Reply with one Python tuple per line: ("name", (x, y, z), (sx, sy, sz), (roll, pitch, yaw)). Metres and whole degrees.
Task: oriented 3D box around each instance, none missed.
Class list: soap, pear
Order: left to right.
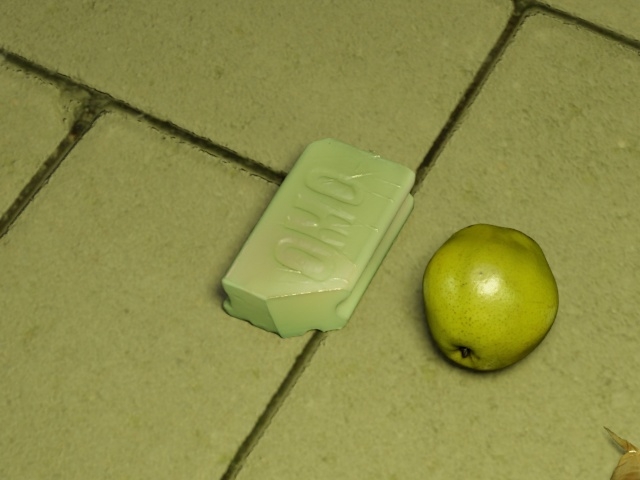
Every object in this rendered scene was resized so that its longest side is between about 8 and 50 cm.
("soap", (0.000, 0.000, 2.179), (0.173, 0.095, 0.289), (23, 60, 16))
("pear", (0.230, 0.074, 2.074), (0.198, 0.198, 0.198), (-1, 57, 1))

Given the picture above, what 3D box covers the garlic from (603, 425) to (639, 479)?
("garlic", (0.395, 0.334, 1.961), (0.129, 0.090, 0.198), (11, 61, 23))
